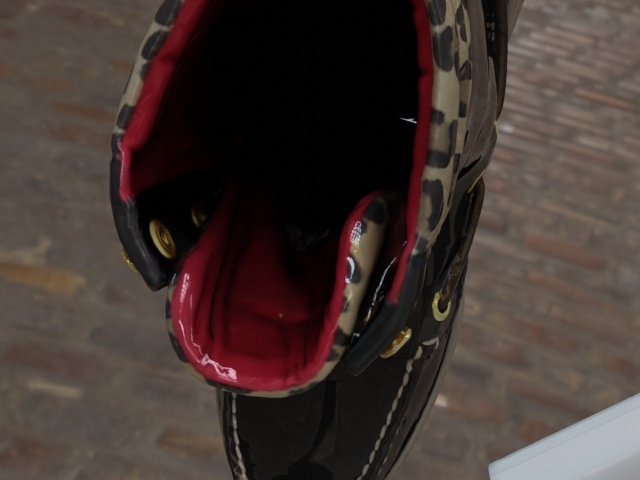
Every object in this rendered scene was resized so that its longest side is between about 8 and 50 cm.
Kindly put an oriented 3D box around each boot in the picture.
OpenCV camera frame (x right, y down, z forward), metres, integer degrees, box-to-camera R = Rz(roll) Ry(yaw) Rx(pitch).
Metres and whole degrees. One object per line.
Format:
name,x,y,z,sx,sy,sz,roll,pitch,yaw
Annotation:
boot,0.000,0.000,0.646,0.138,0.377,0.284,20,19,7

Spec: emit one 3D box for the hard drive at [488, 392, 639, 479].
hard drive,0.300,0.125,0.834,0.353,0.233,0.047,-28,40,11
